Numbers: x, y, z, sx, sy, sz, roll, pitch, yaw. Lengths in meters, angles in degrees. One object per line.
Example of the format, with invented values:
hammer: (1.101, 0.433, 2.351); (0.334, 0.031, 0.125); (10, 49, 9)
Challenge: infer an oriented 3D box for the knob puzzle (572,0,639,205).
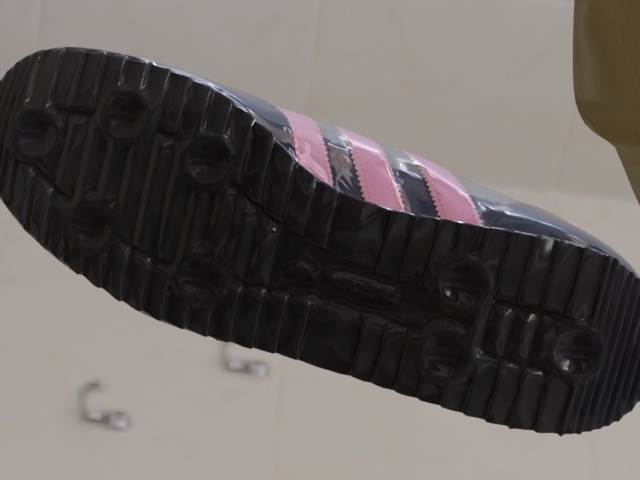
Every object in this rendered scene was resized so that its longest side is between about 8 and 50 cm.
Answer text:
knob puzzle: (0.134, -0.052, 0.370); (0.030, 0.213, 0.213); (-28, 143, -34)

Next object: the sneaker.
sneaker: (0.000, 0.000, 0.764); (0.131, 0.319, 0.112); (-38, 152, -80)
